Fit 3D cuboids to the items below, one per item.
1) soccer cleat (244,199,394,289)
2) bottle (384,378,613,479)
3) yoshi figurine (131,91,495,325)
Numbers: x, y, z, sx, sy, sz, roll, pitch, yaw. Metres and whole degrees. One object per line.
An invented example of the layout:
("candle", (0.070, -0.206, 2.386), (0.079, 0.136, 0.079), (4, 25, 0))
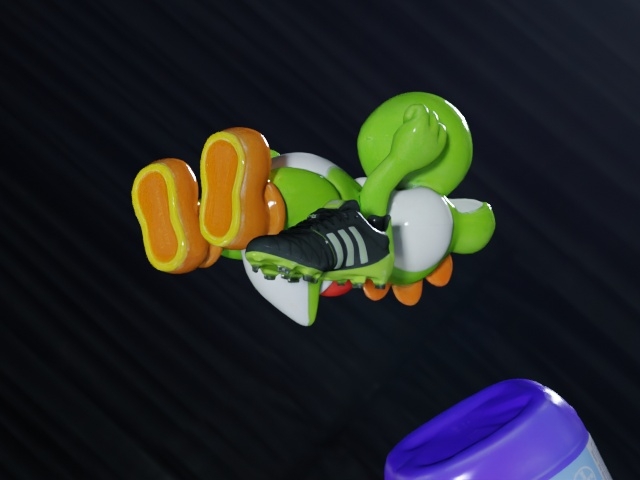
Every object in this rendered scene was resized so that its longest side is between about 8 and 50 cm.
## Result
("soccer cleat", (0.000, 0.000, 1.250), (0.179, 0.060, 0.072), (7, -95, -54))
("bottle", (0.143, 0.222, 0.878), (0.118, 0.282, 0.092), (-29, 13, -9))
("yoshi figurine", (0.016, -0.061, 1.415), (0.362, 0.203, 0.203), (1, -55, -42))
